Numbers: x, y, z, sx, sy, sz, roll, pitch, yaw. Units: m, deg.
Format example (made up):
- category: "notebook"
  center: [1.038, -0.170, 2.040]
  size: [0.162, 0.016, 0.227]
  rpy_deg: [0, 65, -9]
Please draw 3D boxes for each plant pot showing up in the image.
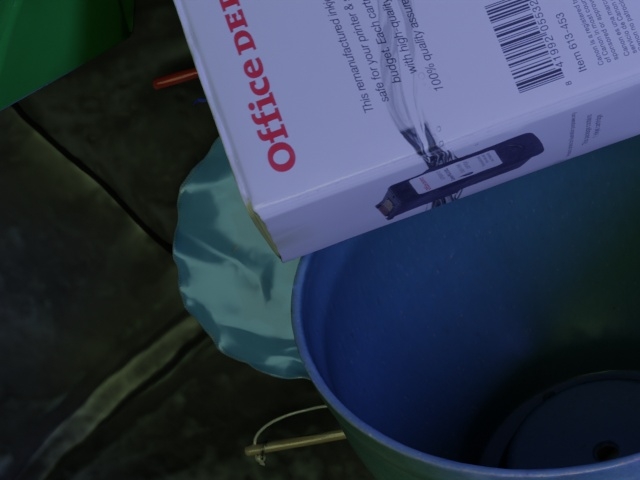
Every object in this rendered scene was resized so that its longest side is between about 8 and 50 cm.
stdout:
- category: "plant pot"
  center: [0.150, 0.077, 0.972]
  size: [0.293, 0.293, 0.196]
  rpy_deg: [-7, 132, 15]

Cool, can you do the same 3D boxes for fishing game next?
- category: "fishing game"
  center: [0.000, 0.000, 1.090]
  size: [0.189, 0.041, 0.264]
  rpy_deg: [-16, 98, 9]

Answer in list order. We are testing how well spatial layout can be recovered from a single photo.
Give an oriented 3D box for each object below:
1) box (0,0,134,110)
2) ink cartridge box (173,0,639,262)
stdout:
- category: "box"
  center: [-0.251, -0.161, 0.974]
  size: [0.231, 0.262, 0.126]
  rpy_deg: [10, 109, 11]
- category: "ink cartridge box"
  center: [0.053, -0.113, 0.939]
  size: [0.237, 0.100, 0.172]
  rpy_deg: [-20, 72, 0]
